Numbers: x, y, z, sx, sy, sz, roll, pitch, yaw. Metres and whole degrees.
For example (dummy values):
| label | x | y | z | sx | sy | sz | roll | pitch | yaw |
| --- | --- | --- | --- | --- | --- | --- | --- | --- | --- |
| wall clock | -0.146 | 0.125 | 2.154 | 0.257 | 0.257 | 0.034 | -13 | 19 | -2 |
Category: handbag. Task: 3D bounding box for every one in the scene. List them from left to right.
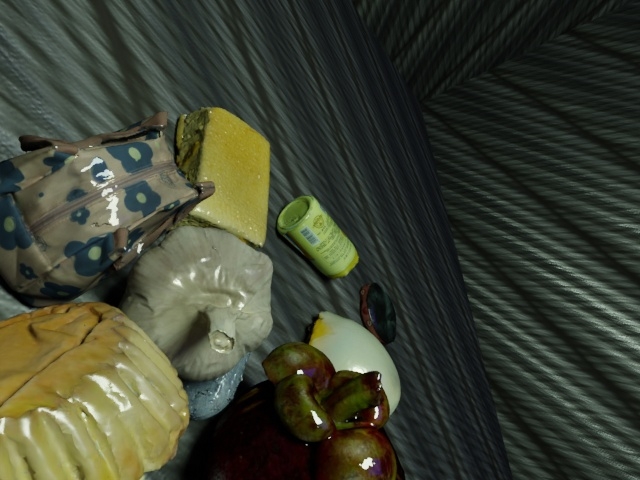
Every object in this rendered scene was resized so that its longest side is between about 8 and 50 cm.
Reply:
| label | x | y | z | sx | sy | sz | roll | pitch | yaw |
| --- | --- | --- | --- | --- | --- | --- | --- | --- | --- |
| handbag | -0.280 | -0.057 | 0.542 | 0.190 | 0.193 | 0.251 | 62 | 30 | -16 |

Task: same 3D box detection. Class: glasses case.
| label | x | y | z | sx | sy | sz | roll | pitch | yaw |
| --- | --- | --- | --- | --- | --- | --- | --- | --- | --- |
| glasses case | -0.164 | 0.160 | 0.694 | 0.282 | 0.109 | 0.067 | -74 | 147 | -47 |

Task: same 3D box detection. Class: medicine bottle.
| label | x | y | z | sx | sy | sz | roll | pitch | yaw |
| --- | --- | --- | --- | --- | --- | --- | --- | --- | --- |
| medicine bottle | 0.000 | 0.000 | 1.072 | 0.239 | 0.124 | 0.124 | 49 | 35 | -35 |

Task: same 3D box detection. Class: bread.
| label | x | y | z | sx | sy | sz | roll | pitch | yaw |
| --- | --- | --- | --- | --- | --- | --- | --- | --- | --- |
| bread | -0.262 | 0.151 | 0.377 | 0.274 | 0.275 | 0.149 | -28 | 124 | -61 |
| bread | -0.196 | -0.115 | 0.815 | 0.185 | 0.114 | 0.274 | 31 | 46 | -45 |

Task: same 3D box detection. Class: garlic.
| label | x | y | z | sx | sy | sz | roll | pitch | yaw |
| --- | --- | --- | --- | --- | --- | --- | --- | --- | --- |
| garlic | -0.141 | 0.085 | 0.533 | 0.219 | 0.212 | 0.218 | -1 | 92 | -26 |

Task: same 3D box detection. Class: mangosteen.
| label | x | y | z | sx | sy | sz | roll | pitch | yaw |
| --- | --- | --- | --- | --- | --- | --- | --- | --- | --- |
| mangosteen | -0.014 | 0.320 | 0.613 | 0.307 | 0.307 | 0.346 | -14 | 127 | -61 |

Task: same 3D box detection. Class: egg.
| label | x | y | z | sx | sy | sz | roll | pitch | yaw |
| --- | --- | --- | --- | --- | --- | --- | --- | --- | --- |
| egg | 0.091 | 0.300 | 0.983 | 0.264 | 0.174 | 0.286 | 32 | 42 | -53 |

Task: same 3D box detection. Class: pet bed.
| label | x | y | z | sx | sy | sz | roll | pitch | yaw |
| --- | --- | --- | --- | --- | --- | --- | --- | --- | --- |
| pet bed | 0.186 | 0.233 | 1.311 | 0.201 | 0.054 | 0.201 | 38 | 41 | -43 |
